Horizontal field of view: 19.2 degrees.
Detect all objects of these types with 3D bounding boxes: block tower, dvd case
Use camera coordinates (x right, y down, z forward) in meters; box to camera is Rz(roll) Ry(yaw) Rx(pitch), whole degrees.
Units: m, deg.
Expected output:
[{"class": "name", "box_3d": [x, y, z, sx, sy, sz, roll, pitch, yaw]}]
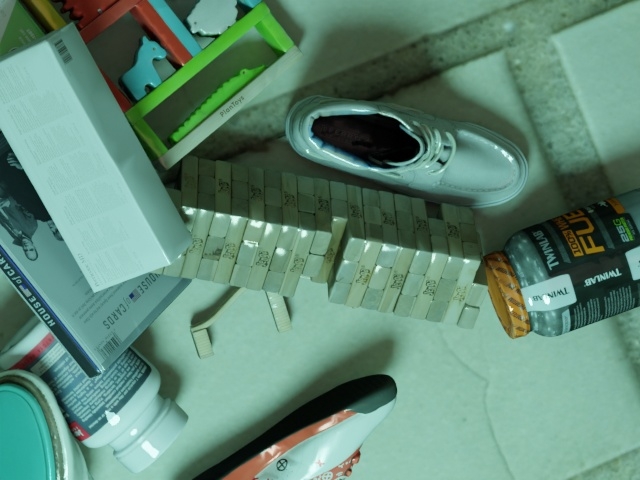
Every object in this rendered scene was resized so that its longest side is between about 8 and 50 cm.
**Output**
[{"class": "block tower", "box_3d": [0.000, 0.000, 1.894, 0.335, 0.097, 0.091, 10, 127, -11]}, {"class": "dvd case", "box_3d": [-0.245, -0.006, 1.846, 0.029, 0.179, 0.239, -28, 103, 40]}]

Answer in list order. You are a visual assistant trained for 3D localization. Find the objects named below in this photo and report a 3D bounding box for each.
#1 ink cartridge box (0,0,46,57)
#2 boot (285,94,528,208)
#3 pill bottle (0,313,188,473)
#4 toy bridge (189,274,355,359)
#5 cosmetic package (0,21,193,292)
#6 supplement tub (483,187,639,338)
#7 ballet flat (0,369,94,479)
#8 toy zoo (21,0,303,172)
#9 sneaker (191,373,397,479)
[{"class": "ink cartridge box", "box_3d": [-0.379, -0.164, 1.836, 0.219, 0.092, 0.160, -39, 100, -3]}, {"class": "boot", "box_3d": [0.095, -0.084, 1.895, 0.258, 0.123, 0.095, 11, 95, -9]}, {"class": "pill bottle", "box_3d": [-0.223, 0.143, 1.885, 0.108, 0.108, 0.180, -45, 100, -1]}, {"class": "toy bridge", "box_3d": [-0.045, 0.063, 1.942, 0.188, 0.026, 0.063, -19, 97, -6]}, {"class": "cosmetic package", "box_3d": [-0.222, -0.077, 1.780, 0.099, 0.060, 0.239, -20, 106, 28]}, {"class": "supplement tub", "box_3d": [0.269, 0.027, 1.935, 0.190, 0.117, 0.117, -20, 99, -6]}, {"class": "ballet flat", "box_3d": [-0.278, 0.310, 1.889, 0.139, 0.139, 0.400, -1, 103, -8]}, {"class": "toy zoo", "box_3d": [-0.176, -0.239, 1.860, 0.192, 0.030, 0.293, -42, 100, -19]}, {"class": "sneaker", "box_3d": [-0.010, 0.259, 1.939, 0.270, 0.090, 0.145, -32, 101, 0]}]
